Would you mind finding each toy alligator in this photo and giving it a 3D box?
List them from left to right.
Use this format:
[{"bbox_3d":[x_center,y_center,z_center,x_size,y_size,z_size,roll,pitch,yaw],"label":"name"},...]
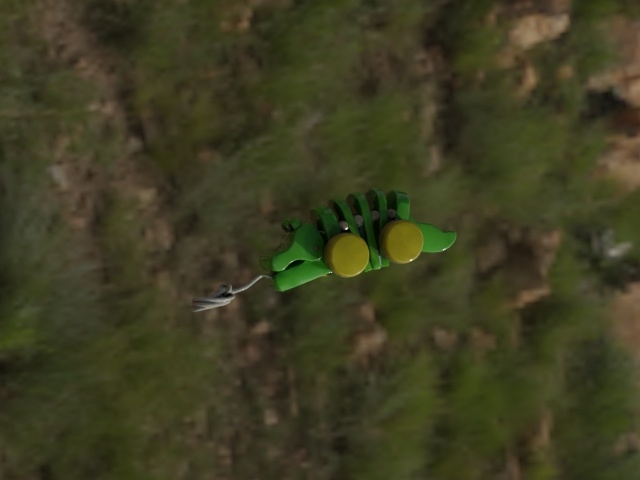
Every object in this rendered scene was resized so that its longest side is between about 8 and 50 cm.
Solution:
[{"bbox_3d":[0.000,0.000,1.129,0.189,0.056,0.051,-13,94,-21],"label":"toy alligator"}]
